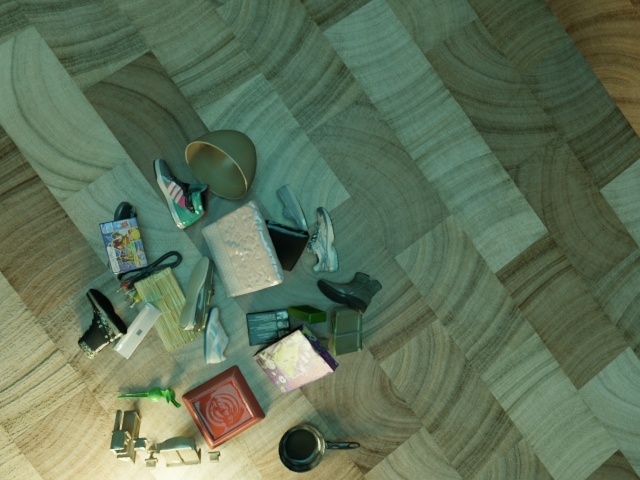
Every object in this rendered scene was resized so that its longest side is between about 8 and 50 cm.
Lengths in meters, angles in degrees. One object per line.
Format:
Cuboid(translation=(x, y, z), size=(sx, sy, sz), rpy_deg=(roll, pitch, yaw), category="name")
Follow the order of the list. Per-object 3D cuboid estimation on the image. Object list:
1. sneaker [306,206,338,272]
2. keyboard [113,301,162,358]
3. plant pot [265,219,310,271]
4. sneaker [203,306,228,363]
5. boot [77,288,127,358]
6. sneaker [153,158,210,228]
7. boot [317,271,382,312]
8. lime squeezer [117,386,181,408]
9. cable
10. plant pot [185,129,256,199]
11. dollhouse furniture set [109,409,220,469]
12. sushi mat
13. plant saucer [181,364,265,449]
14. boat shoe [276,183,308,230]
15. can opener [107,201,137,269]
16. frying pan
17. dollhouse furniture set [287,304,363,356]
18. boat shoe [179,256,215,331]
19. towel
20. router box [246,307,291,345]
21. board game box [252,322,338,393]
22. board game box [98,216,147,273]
Cuboid(translation=(0.000, 0.000, 1.871), size=(0.122, 0.110, 0.283), rpy_deg=(-9, 88, -4), category="sneaker")
Cuboid(translation=(-0.732, 0.361, 1.771), size=(0.072, 0.014, 0.256), rpy_deg=(37, 101, -9), category="keyboard")
Cuboid(translation=(-0.159, 0.024, 1.819), size=(0.188, 0.188, 0.167), rpy_deg=(16, 95, -6), category="plant pot")
Cuboid(translation=(-0.427, 0.384, 1.814), size=(0.092, 0.087, 0.228), rpy_deg=(2, 88, -23), category="sneaker")
Cuboid(translation=(-0.897, 0.328, 1.751), size=(0.179, 0.085, 0.236), rpy_deg=(-40, 80, 3), category="boot")
Cuboid(translation=(-0.546, -0.213, 1.797), size=(0.178, 0.124, 0.295), rpy_deg=(-21, 97, 1), category="sneaker")
Cuboid(translation=(0.125, 0.196, 1.891), size=(0.247, 0.083, 0.161), rpy_deg=(25, 54, 19), category="boot")
Cuboid(translation=(-0.652, 0.629, 1.762), size=(0.310, 0.110, 0.058), rpy_deg=(0, 105, 23), category="lime squeezer")
Cuboid(translation=(-0.705, 0.132, 1.815), size=(0.139, 0.072, 0.287), rpy_deg=(43, 70, 14), category="cable")
Cuboid(translation=(-0.367, -0.333, 1.784), size=(0.284, 0.284, 0.191), rpy_deg=(36, 56, -4), category="plant pot")
Cuboid(translation=(-0.576, 0.739, 1.703), size=(0.356, 0.303, 0.173), rpy_deg=(-2, 50, -9), category="dollhouse furniture set")
Cuboid(translation=(-0.612, 0.279, 1.790), size=(0.151, 0.019, 0.316), rpy_deg=(-26, 99, -18), category="sushi mat")
Cuboid(translation=(-0.397, 0.688, 1.813), size=(0.259, 0.048, 0.258), rpy_deg=(-29, 91, -9), category="plant saucer")
Cuboid(translation=(-0.121, -0.128, 1.869), size=(0.081, 0.079, 0.227), rpy_deg=(-26, 72, 1), category="boat shoe")
Cuboid(translation=(-0.807, -0.018, 1.779), size=(0.074, 0.093, 0.280), rpy_deg=(10, 90, 30), category="can opener")
Cuboid(translation=(-0.020, 0.834, 1.850), size=(0.326, 0.053, 0.197), rpy_deg=(-23, 90, -10), category="frying pan")
Cuboid(translation=(0.026, 0.376, 1.871), size=(0.302, 0.151, 0.197), rpy_deg=(0, 93, -37), category="dollhouse furniture set")
Cuboid(translation=(-0.485, 0.219, 1.802), size=(0.091, 0.109, 0.305), rpy_deg=(26, 67, -40), category="boat shoe")
Cuboid(translation=(-0.313, 0.045, 1.761), size=(0.317, 0.053, 0.331), rpy_deg=(-21, 89, 34), category="towel")
Cuboid(translation=(-0.216, 0.362, 1.853), size=(0.179, 0.046, 0.133), rpy_deg=(-6, 87, -8), category="router box")
Cuboid(translation=(-0.108, 0.472, 1.740), size=(0.208, 0.347, 0.056), rpy_deg=(47, 41, -5), category="board game box")
Cuboid(translation=(-0.769, 0.019, 1.734), size=(0.136, 0.035, 0.201), rpy_deg=(-13, 103, -20), category="board game box")
